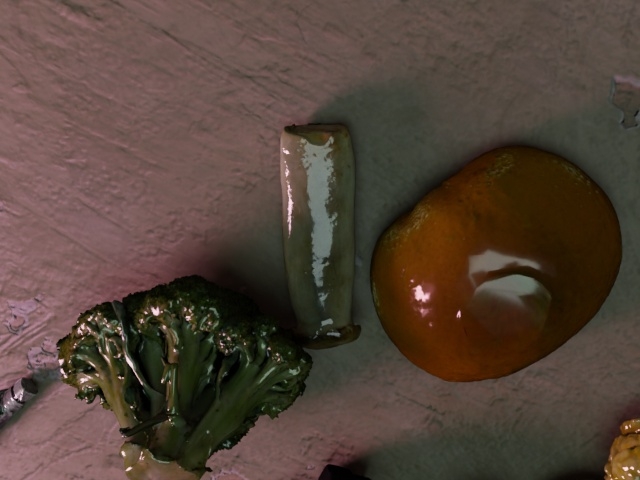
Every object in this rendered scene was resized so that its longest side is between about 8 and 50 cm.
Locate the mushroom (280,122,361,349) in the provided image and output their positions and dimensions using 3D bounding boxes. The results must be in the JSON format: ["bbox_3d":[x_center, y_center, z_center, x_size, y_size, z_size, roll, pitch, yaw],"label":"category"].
[{"bbox_3d":[0.000,0.000,1.311,0.100,0.081,0.312,-3,107,0],"label":"mushroom"}]

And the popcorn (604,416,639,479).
[{"bbox_3d":[0.487,0.336,1.376,0.168,0.173,0.195,-19,115,-4],"label":"popcorn"}]

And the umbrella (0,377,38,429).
[{"bbox_3d":[-0.488,0.267,1.455,0.188,0.046,0.050,-40,143,16],"label":"umbrella"}]

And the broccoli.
[{"bbox_3d":[-0.180,0.185,1.287,0.304,0.283,0.321,33,128,-20],"label":"broccoli"}]

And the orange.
[{"bbox_3d":[0.218,0.041,1.276,0.335,0.196,0.262,-34,93,22],"label":"orange"}]

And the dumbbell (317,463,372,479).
[{"bbox_3d":[0.121,0.440,1.422,0.389,0.185,0.185,14,112,-4],"label":"dumbbell"}]

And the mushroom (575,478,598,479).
[{"bbox_3d":[0.381,0.421,1.432,0.154,0.122,0.154,-2,110,-4],"label":"mushroom"}]
